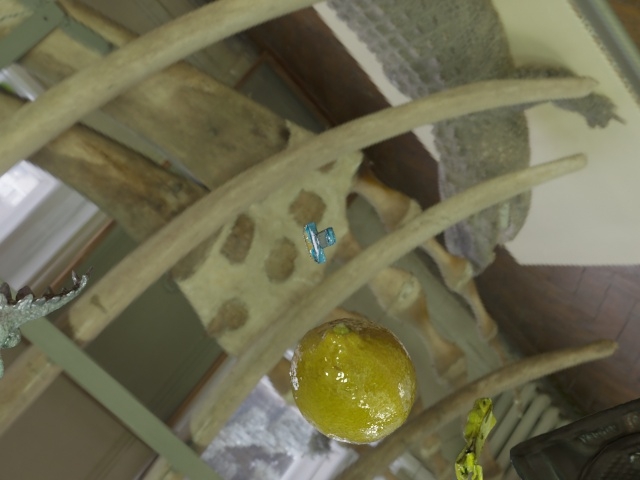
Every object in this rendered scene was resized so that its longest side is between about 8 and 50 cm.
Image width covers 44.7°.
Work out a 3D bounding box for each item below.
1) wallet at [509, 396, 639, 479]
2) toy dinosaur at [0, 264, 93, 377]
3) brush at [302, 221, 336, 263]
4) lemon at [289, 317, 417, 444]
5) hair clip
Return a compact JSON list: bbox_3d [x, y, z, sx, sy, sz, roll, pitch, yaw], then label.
[{"bbox_3d":[0.372,0.290,0.768,0.323,0.247,0.041,-120,16,-45],"label":"wallet"},{"bbox_3d":[-0.268,0.071,0.641,0.039,0.209,0.082,28,135,31],"label":"toy dinosaur"},{"bbox_3d":[0.000,0.000,0.893,0.164,0.014,0.051,153,99,-81],"label":"brush"},{"bbox_3d":[0.046,0.201,1.134,0.187,0.187,0.244,27,157,29],"label":"lemon"},{"bbox_3d":[0.264,0.332,1.308,0.046,0.173,0.072,2,124,22],"label":"hair clip"}]
